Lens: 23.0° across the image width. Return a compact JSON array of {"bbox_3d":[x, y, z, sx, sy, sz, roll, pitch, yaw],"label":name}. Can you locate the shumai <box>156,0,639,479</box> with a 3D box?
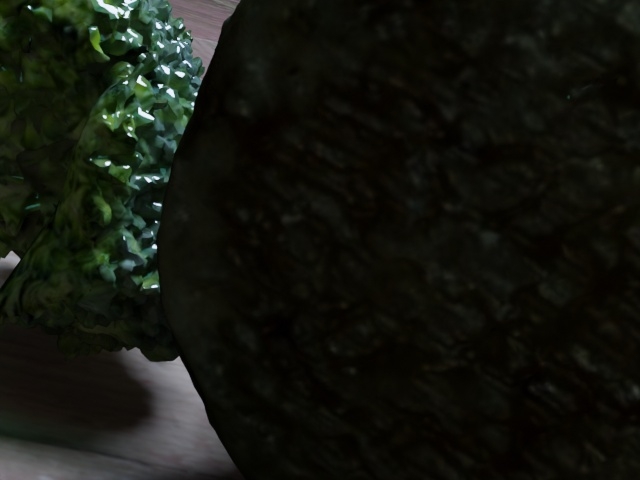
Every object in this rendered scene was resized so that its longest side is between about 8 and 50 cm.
[{"bbox_3d":[0.110,-0.019,0.940,0.395,0.395,0.348,21,20,10],"label":"shumai"}]

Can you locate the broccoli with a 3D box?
[{"bbox_3d":[-0.206,-0.098,1.049,0.317,0.338,0.277,4,6,6],"label":"broccoli"}]
